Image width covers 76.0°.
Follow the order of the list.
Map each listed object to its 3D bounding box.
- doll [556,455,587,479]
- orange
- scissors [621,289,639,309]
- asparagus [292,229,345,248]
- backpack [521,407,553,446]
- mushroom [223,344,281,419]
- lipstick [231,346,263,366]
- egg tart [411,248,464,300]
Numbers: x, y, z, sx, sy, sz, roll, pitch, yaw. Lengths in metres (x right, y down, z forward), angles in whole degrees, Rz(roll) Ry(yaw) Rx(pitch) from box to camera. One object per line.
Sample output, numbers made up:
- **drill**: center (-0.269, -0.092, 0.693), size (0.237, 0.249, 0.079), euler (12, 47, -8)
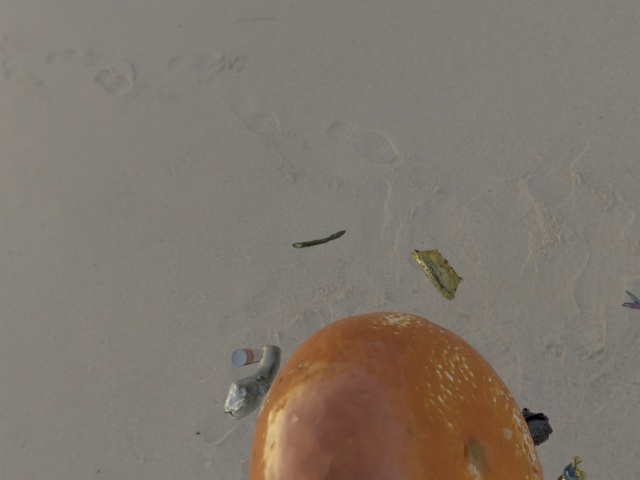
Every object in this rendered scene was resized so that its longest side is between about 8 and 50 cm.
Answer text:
- **doll**: center (0.863, 0.811, 1.391), size (0.089, 0.179, 0.102), euler (5, 39, 6)
- **orange**: center (0.095, 0.315, 0.578), size (0.326, 0.424, 0.423), euler (-45, 44, 44)
- **scissors**: center (1.190, 0.243, 1.517), size (0.133, 0.187, 0.020), euler (-67, 15, -4)
- **asparagus**: center (0.000, -0.001, 1.579), size (0.027, 0.236, 0.034), euler (30, 129, 52)
- **backpack**: center (0.711, 0.668, 1.429), size (0.165, 0.120, 0.105), euler (-26, 88, -12)
- **mushroom**: center (-0.182, 0.398, 1.162), size (0.096, 0.278, 0.099), euler (45, 121, 1)
- **lipstick**: center (-0.169, 0.271, 0.958), size (0.039, 0.130, 0.038), euler (-2, 77, 8)
- **egg tart**: center (0.371, 0.095, 1.296), size (0.090, 0.213, 0.212), euler (-42, 52, 11)
